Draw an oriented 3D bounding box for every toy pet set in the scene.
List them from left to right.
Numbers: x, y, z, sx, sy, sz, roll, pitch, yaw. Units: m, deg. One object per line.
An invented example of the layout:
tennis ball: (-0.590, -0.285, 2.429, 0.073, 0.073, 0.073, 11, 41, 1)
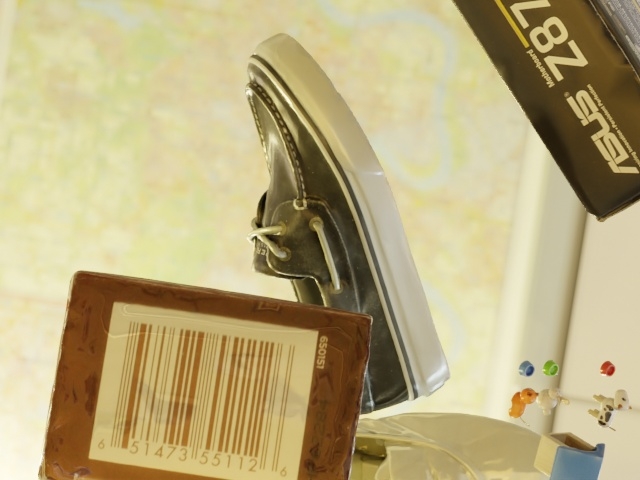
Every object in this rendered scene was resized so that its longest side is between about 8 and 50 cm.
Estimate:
toy pet set: (0.236, 0.174, 1.789, 0.122, 0.114, 0.065, 1, -162, -37)

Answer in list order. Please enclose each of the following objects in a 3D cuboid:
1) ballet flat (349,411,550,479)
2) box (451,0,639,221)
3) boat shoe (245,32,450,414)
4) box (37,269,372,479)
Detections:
ballet flat: (0.044, 0.241, 1.948, 0.400, 0.139, 0.139, 5, 179, 26)
box: (0.161, -0.227, 1.449, 0.097, 0.395, 0.318, -33, -178, 23)
boat shoe: (0.000, 0.000, 1.582, 0.119, 0.335, 0.121, -26, -165, -11)
box: (-0.073, 0.119, 1.332, 0.191, 0.143, 0.381, 9, 174, 1)
